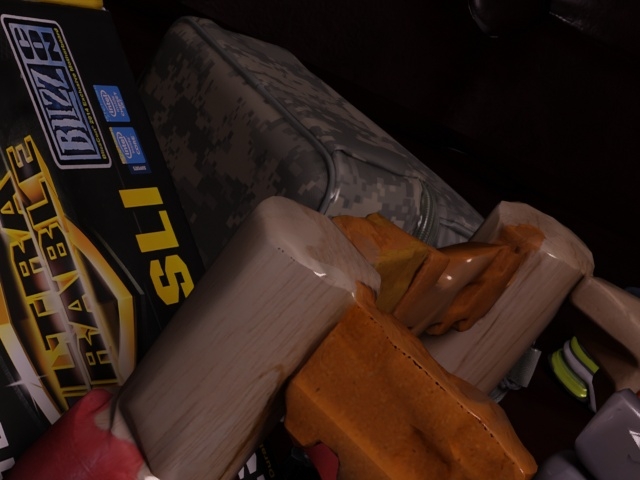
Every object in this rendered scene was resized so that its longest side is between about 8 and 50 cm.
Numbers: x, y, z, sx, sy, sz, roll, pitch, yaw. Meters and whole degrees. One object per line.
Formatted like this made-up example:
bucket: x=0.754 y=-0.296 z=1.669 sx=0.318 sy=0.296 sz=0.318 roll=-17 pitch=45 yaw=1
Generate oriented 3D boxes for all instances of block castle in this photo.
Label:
block castle: x=0.118 y=0.196 z=0.598 sx=0.453 sy=0.213 sz=0.303 roll=44 pitch=21 yaw=20

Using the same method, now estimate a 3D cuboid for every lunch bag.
lunch bag: x=0.000 y=0.000 z=1.175 sx=0.256 sy=0.212 sz=0.305 roll=16 pitch=19 yaw=-37

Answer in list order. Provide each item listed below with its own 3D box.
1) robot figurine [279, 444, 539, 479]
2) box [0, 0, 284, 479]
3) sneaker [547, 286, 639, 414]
robot figurine: x=0.097 y=0.194 z=0.938 sx=0.291 sy=0.085 sz=0.211 roll=12 pitch=21 yaw=-49
box: x=-0.132 y=0.042 z=0.705 sx=0.322 sy=0.079 sz=0.257 roll=69 pitch=19 yaw=4
sneaker: x=0.342 y=0.148 z=1.476 sx=0.111 sy=0.121 sz=0.300 roll=13 pitch=20 yaw=-45
